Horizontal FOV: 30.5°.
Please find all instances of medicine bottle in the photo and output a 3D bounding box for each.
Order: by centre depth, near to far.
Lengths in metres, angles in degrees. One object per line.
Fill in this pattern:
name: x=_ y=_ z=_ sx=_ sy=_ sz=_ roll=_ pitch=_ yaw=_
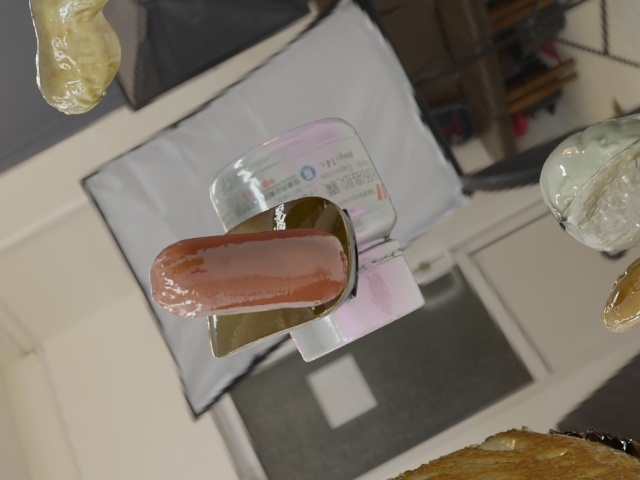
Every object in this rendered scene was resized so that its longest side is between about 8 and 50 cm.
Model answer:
medicine bottle: x=0.000 y=0.000 z=1.816 sx=0.325 sy=0.256 sz=0.256 roll=64 pitch=178 yaw=6

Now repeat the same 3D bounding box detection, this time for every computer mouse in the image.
computer mouse: x=-0.068 y=0.051 z=1.478 sx=0.310 sy=0.071 sz=0.158 roll=-26 pitch=64 yaw=48

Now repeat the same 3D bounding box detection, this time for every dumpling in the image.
dumpling: x=0.381 y=-0.086 z=1.433 sx=0.175 sy=0.227 sz=0.243 roll=37 pitch=-160 yaw=-17

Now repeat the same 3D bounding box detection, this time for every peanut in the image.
peanut: x=-0.286 y=-0.253 z=1.372 sx=0.098 sy=0.103 sz=0.229 roll=-126 pitch=34 yaw=-48

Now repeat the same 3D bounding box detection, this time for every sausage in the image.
sausage: x=-0.065 y=0.030 z=1.102 sx=0.077 sy=0.194 sz=0.077 roll=176 pitch=90 yaw=-69

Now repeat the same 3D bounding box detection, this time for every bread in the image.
bread: x=0.444 y=0.060 z=1.582 sx=0.077 sy=0.114 sz=0.189 roll=54 pitch=144 yaw=13

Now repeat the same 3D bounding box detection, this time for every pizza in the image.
pizza: x=0.224 y=0.262 z=1.142 sx=0.392 sy=0.434 sz=0.080 roll=-9 pitch=93 yaw=50
